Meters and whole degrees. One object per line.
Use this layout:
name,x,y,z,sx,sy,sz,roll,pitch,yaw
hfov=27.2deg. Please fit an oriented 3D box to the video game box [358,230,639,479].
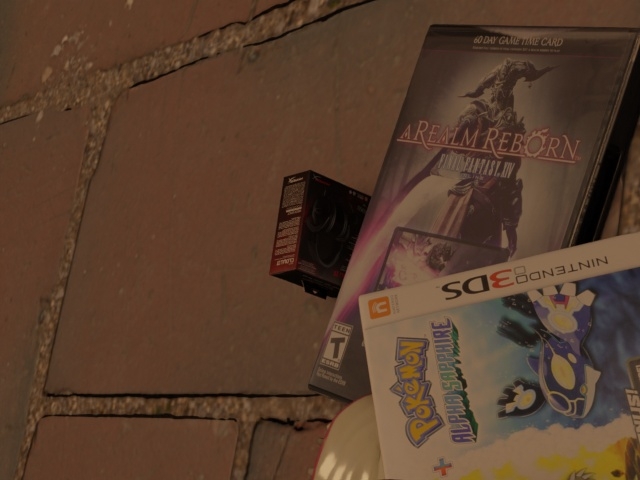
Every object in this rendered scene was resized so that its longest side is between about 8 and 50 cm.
video game box,0.124,0.102,0.685,0.187,0.048,0.205,-15,56,10

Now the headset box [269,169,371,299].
headset box,0.000,0.000,0.946,0.032,0.062,0.083,-14,62,48

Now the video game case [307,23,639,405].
video game case,0.099,-0.009,0.862,0.196,0.026,0.274,13,84,52

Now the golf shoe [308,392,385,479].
golf shoe,0.051,0.240,0.730,0.140,0.115,0.306,3,82,31

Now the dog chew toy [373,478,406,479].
dog chew toy,0.091,0.232,0.531,0.332,0.206,0.206,47,113,15
